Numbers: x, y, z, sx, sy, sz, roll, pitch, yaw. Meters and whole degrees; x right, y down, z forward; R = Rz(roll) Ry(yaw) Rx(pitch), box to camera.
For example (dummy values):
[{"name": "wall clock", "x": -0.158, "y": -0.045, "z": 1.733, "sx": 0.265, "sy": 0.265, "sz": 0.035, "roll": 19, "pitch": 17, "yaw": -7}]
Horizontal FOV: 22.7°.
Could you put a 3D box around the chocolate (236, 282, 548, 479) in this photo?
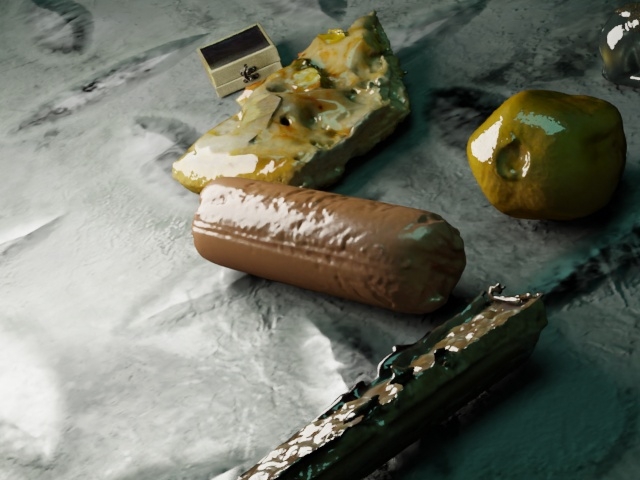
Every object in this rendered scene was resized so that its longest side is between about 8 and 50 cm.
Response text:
[{"name": "chocolate", "x": 0.030, "y": 0.138, "z": 1.136, "sx": 0.329, "sy": 0.065, "sz": 0.102, "roll": -35, "pitch": 2, "yaw": -21}]

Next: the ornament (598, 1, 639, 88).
[{"name": "ornament", "x": 0.310, "y": -0.244, "z": 1.397, "sx": 0.080, "sy": 0.236, "sz": 0.202, "roll": -37, "pitch": 34, "yaw": -28}]

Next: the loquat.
[{"name": "loquat", "x": 0.193, "y": -0.074, "z": 1.328, "sx": 0.137, "sy": 0.113, "sz": 0.137, "roll": -14, "pitch": 10, "yaw": 2}]

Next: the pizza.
[{"name": "pizza", "x": -0.002, "y": -0.138, "z": 1.577, "sx": 0.189, "sy": 0.071, "sz": 0.297, "roll": 12, "pitch": 43, "yaw": 43}]

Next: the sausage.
[{"name": "sausage", "x": 0.000, "y": 0.001, "z": 1.347, "sx": 0.289, "sy": 0.086, "sz": 0.086, "roll": 12, "pitch": 44, "yaw": 41}]

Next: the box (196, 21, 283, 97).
[{"name": "box", "x": -0.089, "y": -0.198, "z": 1.754, "sx": 0.079, "sy": 0.035, "sz": 0.083, "roll": -24, "pitch": 31, "yaw": -5}]
